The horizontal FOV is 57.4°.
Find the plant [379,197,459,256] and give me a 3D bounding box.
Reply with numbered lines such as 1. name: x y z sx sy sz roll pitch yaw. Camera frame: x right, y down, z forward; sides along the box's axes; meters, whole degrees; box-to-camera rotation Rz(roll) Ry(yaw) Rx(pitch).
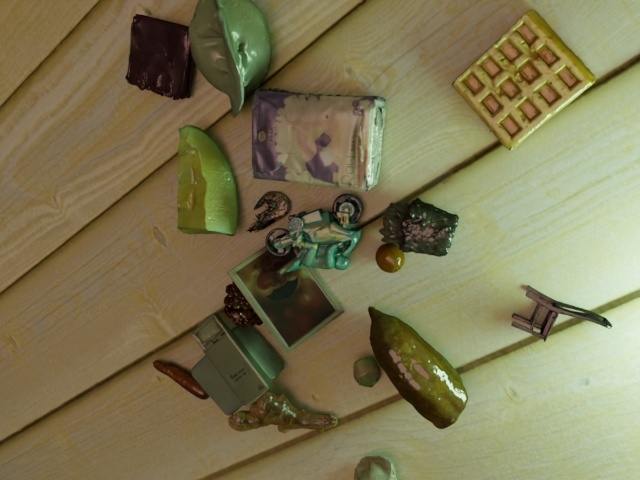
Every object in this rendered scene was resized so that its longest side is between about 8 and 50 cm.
1. plant: 0.247 -0.035 1.496 0.195 0.132 0.129 15 106 14

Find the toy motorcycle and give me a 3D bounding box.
1. toy motorcycle: -0.002 0.001 1.624 0.297 0.109 0.198 -20 96 13

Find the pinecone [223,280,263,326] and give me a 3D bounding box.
1. pinecone: -0.213 0.185 1.731 0.174 0.173 0.173 6 106 21

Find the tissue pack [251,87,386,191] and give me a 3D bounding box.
1. tissue pack: -0.006 -0.269 1.542 0.344 0.125 0.242 9 106 18

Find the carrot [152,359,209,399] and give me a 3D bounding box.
1. carrot: -0.468 0.460 1.962 0.248 0.059 0.059 25 112 17

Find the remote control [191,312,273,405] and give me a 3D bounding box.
1. remote control: -0.266 0.351 1.744 0.123 0.038 0.285 -43 83 25

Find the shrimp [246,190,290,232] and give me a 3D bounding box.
1. shrimp: -0.158 -0.083 1.708 0.161 0.034 0.091 -36 77 20

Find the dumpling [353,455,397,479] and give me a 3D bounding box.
1. dumpling: 0.154 0.745 1.757 0.166 0.126 0.215 16 121 46

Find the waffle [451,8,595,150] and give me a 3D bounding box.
1. waffle: 0.466 -0.368 1.360 0.248 0.055 0.221 -42 85 25

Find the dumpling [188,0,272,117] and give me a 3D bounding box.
1. dumpling: -0.227 -0.526 1.533 0.320 0.212 0.270 54 154 -13

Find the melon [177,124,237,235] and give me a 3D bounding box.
1. melon: -0.345 -0.172 1.709 0.196 0.124 0.323 2 99 21

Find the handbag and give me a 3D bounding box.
1. handbag: -0.454 -0.525 1.688 0.203 0.074 0.216 18 112 17

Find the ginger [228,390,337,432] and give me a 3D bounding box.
1. ginger: -0.114 0.539 1.801 0.334 0.081 0.147 9 97 -1

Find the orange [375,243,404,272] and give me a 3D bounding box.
1. orange: 0.187 0.047 1.572 0.085 0.085 0.085 6 106 21

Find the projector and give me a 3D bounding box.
1. projector: -0.262 0.401 1.833 0.198 0.108 0.250 47 117 4

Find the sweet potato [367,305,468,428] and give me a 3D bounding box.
1. sweet potato: 0.243 0.332 1.585 0.369 0.158 0.158 46 115 4

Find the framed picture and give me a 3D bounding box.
1. framed picture: -0.098 0.149 1.674 0.211 0.020 0.289 -35 89 -16

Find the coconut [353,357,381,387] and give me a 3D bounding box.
1. coconut: 0.135 0.383 1.682 0.083 0.082 0.081 -36 55 17

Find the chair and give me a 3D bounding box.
1. chair: 0.593 0.204 1.445 0.213 0.084 0.101 25 108 14
